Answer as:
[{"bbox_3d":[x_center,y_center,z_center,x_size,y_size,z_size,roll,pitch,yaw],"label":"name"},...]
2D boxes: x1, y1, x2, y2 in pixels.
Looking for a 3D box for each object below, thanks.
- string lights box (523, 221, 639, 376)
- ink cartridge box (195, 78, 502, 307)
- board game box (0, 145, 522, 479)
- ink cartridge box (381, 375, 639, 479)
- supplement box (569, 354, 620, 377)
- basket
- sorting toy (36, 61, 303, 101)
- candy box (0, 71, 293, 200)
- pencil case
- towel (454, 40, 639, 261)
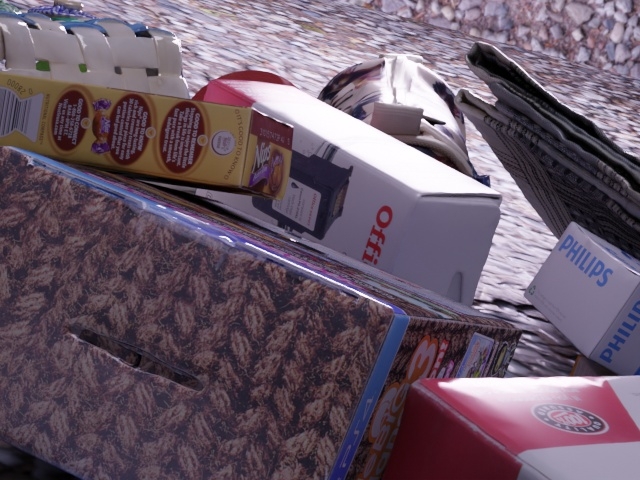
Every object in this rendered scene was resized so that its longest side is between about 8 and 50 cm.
[{"bbox_3d":[0.300,0.091,1.438,0.259,0.077,0.133,29,9,-23],"label":"string lights box"},{"bbox_3d":[0.000,0.000,1.368,0.100,0.172,0.237,1,23,-46],"label":"ink cartridge box"},{"bbox_3d":[-0.044,0.066,1.031,0.232,0.141,0.291,23,3,19],"label":"board game box"},{"bbox_3d":[0.238,0.218,0.885,0.279,0.160,0.384,4,20,-39],"label":"ink cartridge box"},{"bbox_3d":[0.241,0.130,1.440,0.062,0.036,0.098,14,15,-17],"label":"supplement box"},{"bbox_3d":[-0.244,-0.073,1.356,0.289,0.201,0.254,-17,-11,42],"label":"basket"},{"bbox_3d":[-0.172,-0.086,1.592,0.365,0.127,0.126,9,-20,13],"label":"sorting toy"},{"bbox_3d":[-0.120,-0.065,1.124,0.186,0.053,0.109,7,-1,13],"label":"candy box"},{"bbox_3d":[0.066,-0.066,1.664,0.160,0.183,0.410,16,14,-3],"label":"pencil case"},{"bbox_3d":[0.263,-0.010,1.622,0.312,0.056,0.324,44,-5,41],"label":"towel"}]
